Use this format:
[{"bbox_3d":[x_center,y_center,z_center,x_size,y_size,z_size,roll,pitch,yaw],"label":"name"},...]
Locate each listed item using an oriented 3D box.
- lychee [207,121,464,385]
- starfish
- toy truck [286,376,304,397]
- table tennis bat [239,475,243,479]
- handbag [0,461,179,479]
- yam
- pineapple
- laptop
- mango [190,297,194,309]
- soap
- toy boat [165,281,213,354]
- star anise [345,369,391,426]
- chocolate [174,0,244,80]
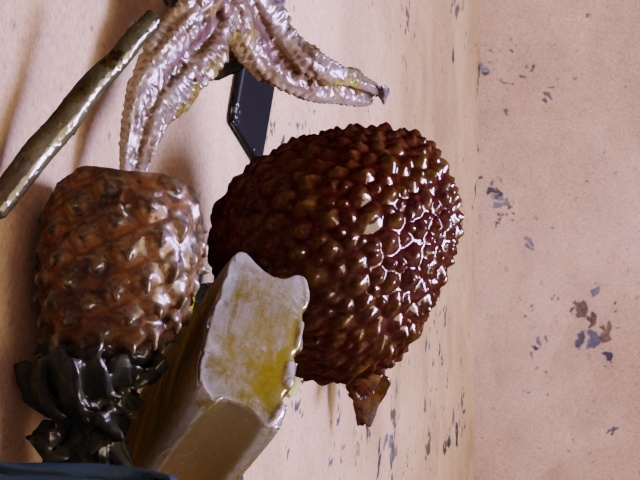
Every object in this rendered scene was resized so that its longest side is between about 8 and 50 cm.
[{"bbox_3d":[0.026,0.000,1.773,0.271,0.271,0.271,3,90,-76],"label":"lychee"},{"bbox_3d":[-0.079,-0.222,1.596,0.384,0.132,0.398,-42,143,-43],"label":"starfish"},{"bbox_3d":[-0.032,0.068,2.042,0.272,0.124,0.157,76,31,-57],"label":"toy truck"},{"bbox_3d":[-0.122,0.347,1.889,0.215,0.044,0.329,42,49,-73],"label":"table tennis bat"},{"bbox_3d":[-0.181,0.265,1.220,0.263,0.241,0.222,9,82,-75],"label":"handbag"},{"bbox_3d":[-0.195,-0.102,1.409,0.029,0.027,0.234,51,56,-25],"label":"yam"},{"bbox_3d":[-0.174,0.102,1.441,0.170,0.141,0.310,73,24,-78],"label":"pineapple"},{"bbox_3d":[-0.073,-0.191,2.037,0.129,0.016,0.180,59,37,-65],"label":"laptop"},{"bbox_3d":[-0.168,0.029,1.599,0.187,0.066,0.101,58,44,-54],"label":"mango"},{"bbox_3d":[-0.107,0.155,1.545,0.274,0.089,0.173,125,-17,-44],"label":"soap"},{"bbox_3d":[-0.101,0.105,1.813,0.238,0.098,0.109,-57,150,-65],"label":"toy boat"},{"bbox_3d":[0.056,0.121,2.455,0.288,0.088,0.288,-6,90,-87],"label":"star anise"},{"bbox_3d":[-0.087,-0.278,1.780,0.110,0.110,0.248,62,28,-64],"label":"chocolate"}]
